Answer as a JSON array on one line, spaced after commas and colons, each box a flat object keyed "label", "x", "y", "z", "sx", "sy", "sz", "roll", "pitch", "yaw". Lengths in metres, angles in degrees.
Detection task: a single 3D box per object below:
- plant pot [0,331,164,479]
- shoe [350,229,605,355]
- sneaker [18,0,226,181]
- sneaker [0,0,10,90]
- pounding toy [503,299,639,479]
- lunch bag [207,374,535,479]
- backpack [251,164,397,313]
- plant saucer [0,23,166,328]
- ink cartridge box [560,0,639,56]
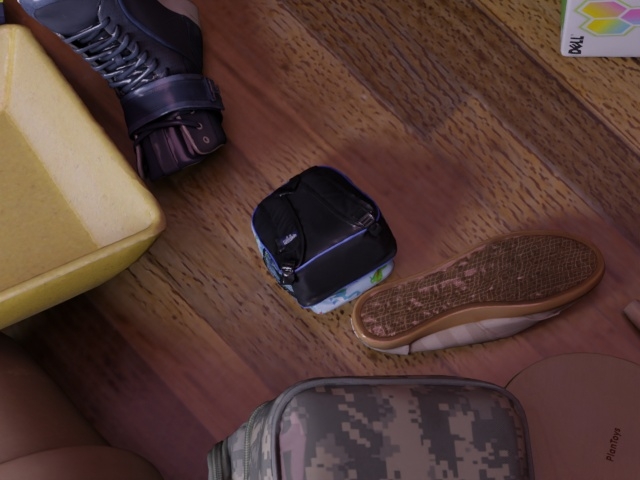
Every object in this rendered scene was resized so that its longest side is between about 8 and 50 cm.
[{"label": "plant pot", "x": -0.266, "y": 0.200, "z": 1.146, "sx": 0.263, "sy": 0.263, "sz": 0.229, "roll": -32, "pitch": 56, "yaw": -4}, {"label": "shoe", "x": 0.132, "y": 0.047, "z": 1.232, "sx": 0.219, "sy": 0.058, "sz": 0.077, "roll": -15, "pitch": 62, "yaw": -2}, {"label": "sneaker", "x": -0.159, "y": -0.138, "z": 1.227, "sx": 0.086, "sy": 0.226, "sz": 0.164, "roll": -18, "pitch": 76, "yaw": 28}, {"label": "sneaker", "x": -0.310, "y": -0.177, "z": 1.336, "sx": 0.053, "sy": 0.059, "sz": 0.144, "roll": -4, "pitch": 91, "yaw": -23}, {"label": "pounding toy", "x": 0.232, "y": 0.181, "z": 1.174, "sx": 0.237, "sy": 0.110, "sz": 0.183, "roll": -30, "pitch": 59, "yaw": -34}, {"label": "lunch bag", "x": 0.023, "y": 0.268, "z": 1.080, "sx": 0.212, "sy": 0.256, "sz": 0.305, "roll": 1, "pitch": 72, "yaw": -18}, {"label": "backpack", "x": 0.000, "y": 0.000, "z": 1.233, "sx": 0.105, "sy": 0.084, "sz": 0.114, "roll": -32, "pitch": 41, "yaw": -6}, {"label": "plant saucer", "x": -0.330, "y": -0.015, "z": 1.178, "sx": 0.332, "sy": 0.081, "sz": 0.333, "roll": -24, "pitch": 47, "yaw": -17}, {"label": "ink cartridge box", "x": 0.209, "y": -0.230, "z": 1.231, "sx": 0.255, "sy": 0.189, "sz": 0.097, "roll": 1, "pitch": 76, "yaw": 7}]
